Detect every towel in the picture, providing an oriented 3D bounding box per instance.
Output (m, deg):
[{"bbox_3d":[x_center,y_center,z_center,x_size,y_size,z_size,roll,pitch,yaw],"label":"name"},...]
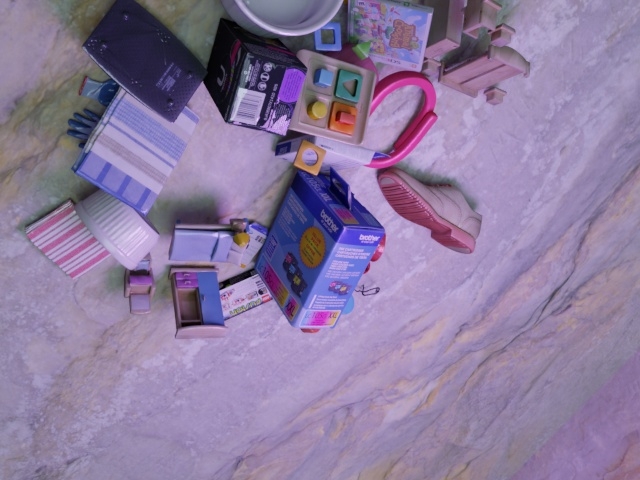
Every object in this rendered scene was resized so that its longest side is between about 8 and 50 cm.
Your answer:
[{"bbox_3d":[-0.629,0.000,1.734,0.144,0.029,0.197,-32,130,0],"label":"towel"},{"bbox_3d":[-0.419,-0.228,1.573,0.209,0.034,0.285,35,74,-35],"label":"towel"}]

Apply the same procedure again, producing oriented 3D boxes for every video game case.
[{"bbox_3d":[0.158,-0.491,1.614,0.193,0.023,0.212,15,158,7],"label":"video game case"}]

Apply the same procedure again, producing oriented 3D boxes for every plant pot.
[{"bbox_3d":[0.035,-0.378,1.670,0.180,0.201,0.201,-42,129,-13],"label":"plant pot"}]

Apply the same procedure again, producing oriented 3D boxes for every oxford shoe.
[{"bbox_3d":[0.328,-0.115,2.015,0.397,0.140,0.147,36,72,-31],"label":"oxford shoe"}]

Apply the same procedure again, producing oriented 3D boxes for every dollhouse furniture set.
[{"bbox_3d":[0.431,-0.510,1.722,0.355,0.303,0.174,14,77,-31],"label":"dollhouse furniture set"},{"bbox_3d":[-0.335,0.090,1.743,0.286,0.198,0.303,1,142,-23],"label":"dollhouse furniture set"}]

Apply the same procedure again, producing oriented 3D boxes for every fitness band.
[{"bbox_3d":[0.188,-0.320,1.826,0.209,0.054,0.291,19,123,-32],"label":"fitness band"}]

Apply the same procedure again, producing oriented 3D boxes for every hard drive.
[{"bbox_3d":[-0.389,-0.398,1.517,0.254,0.054,0.172,40,72,-35],"label":"hard drive"}]

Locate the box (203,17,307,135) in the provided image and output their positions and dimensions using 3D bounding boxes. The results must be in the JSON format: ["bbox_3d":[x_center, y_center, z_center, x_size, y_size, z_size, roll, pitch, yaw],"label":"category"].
[{"bbox_3d":[-0.155,-0.370,1.534,0.143,0.270,0.165,9,117,-27],"label":"box"}]

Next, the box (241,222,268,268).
[{"bbox_3d":[-0.208,0.007,1.911,0.081,0.028,0.136,31,104,-34],"label":"box"}]

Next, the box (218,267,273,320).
[{"bbox_3d":[-0.252,0.165,1.987,0.206,0.036,0.114,-23,127,-7],"label":"box"}]

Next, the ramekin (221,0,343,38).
[{"bbox_3d":[-0.092,-0.569,1.465,0.277,0.135,0.277,-2,95,-24],"label":"ramekin"}]

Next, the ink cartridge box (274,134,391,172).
[{"bbox_3d":[0.028,-0.214,1.752,0.223,0.223,0.045,13,83,-28],"label":"ink cartridge box"}]

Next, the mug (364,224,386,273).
[{"bbox_3d":[0.092,0.006,1.964,0.169,0.150,0.113,12,136,-23],"label":"mug"}]

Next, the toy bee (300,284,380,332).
[{"bbox_3d":[0.029,0.144,2.037,0.195,0.298,0.162,-16,102,30],"label":"toy bee"}]

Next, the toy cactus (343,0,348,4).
[{"bbox_3d":[0.141,-0.622,1.613,0.180,0.112,0.219,-2,114,-33],"label":"toy cactus"}]

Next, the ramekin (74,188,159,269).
[{"bbox_3d":[-0.486,-0.041,1.661,0.109,0.207,0.207,-41,128,-6],"label":"ramekin"}]

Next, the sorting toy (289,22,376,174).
[{"bbox_3d":[0.028,-0.319,1.538,0.195,0.047,0.348,10,90,-21],"label":"sorting toy"}]

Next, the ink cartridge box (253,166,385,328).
[{"bbox_3d":[0.000,0.000,1.821,0.151,0.270,0.396,6,122,-39],"label":"ink cartridge box"}]

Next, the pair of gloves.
[{"bbox_3d":[-0.495,-0.297,1.597,0.159,0.023,0.198,15,110,-28],"label":"pair of gloves"}]
